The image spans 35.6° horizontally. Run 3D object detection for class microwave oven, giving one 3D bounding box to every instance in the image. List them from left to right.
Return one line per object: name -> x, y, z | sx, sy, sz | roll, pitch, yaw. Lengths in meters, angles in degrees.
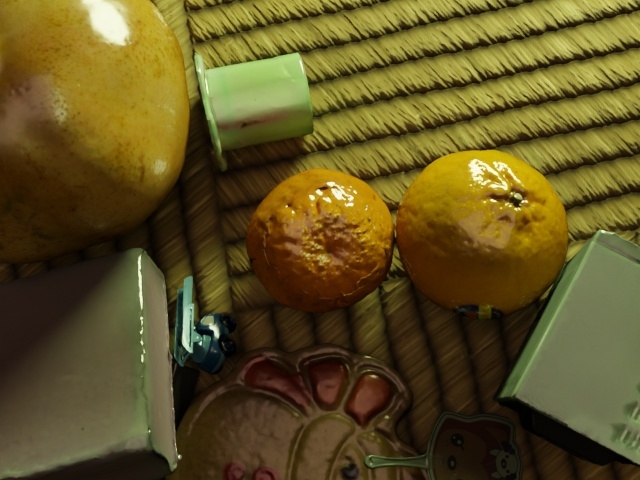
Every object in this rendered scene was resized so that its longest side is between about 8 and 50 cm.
microwave oven -> 0.336, 0.139, 1.166 | 0.181, 0.295, 0.237 | 27, 84, 9

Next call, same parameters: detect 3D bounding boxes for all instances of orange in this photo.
orange -> 0.000, 0.000, 1.299 | 0.193, 0.161, 0.193 | 0, 88, -3
orange -> 0.204, -0.010, 1.266 | 0.219, 0.193, 0.219 | -4, 62, 7

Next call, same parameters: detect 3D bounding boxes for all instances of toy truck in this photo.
toy truck -> -0.156, 0.113, 1.340 | 0.074, 0.063, 0.136 | 19, 39, -22

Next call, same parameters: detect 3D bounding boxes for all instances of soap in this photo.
soap -> -0.332, 0.178, 1.270 | 0.285, 0.107, 0.296 | -14, 57, 10

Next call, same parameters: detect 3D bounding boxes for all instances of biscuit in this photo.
biscuit -> -0.011, 0.312, 1.296 | 0.381, 0.074, 0.358 | 8, 83, 11

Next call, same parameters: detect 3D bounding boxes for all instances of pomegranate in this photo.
pomegranate -> -0.375, -0.171, 1.258 | 0.417, 0.416, 0.416 | -1, 80, 6

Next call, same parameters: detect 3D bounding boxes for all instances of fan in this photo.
fan -> 0.158, 0.281, 1.262 | 0.220, 0.009, 0.132 | 5, 71, -17

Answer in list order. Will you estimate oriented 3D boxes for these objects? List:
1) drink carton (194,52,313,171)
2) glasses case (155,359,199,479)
drink carton -> -0.087, -0.188, 1.354 | 0.142, 0.144, 0.146 | -11, 80, -2
glasses case -> -0.215, 0.253, 1.321 | 0.042, 0.072, 0.190 | 14, 82, 15
